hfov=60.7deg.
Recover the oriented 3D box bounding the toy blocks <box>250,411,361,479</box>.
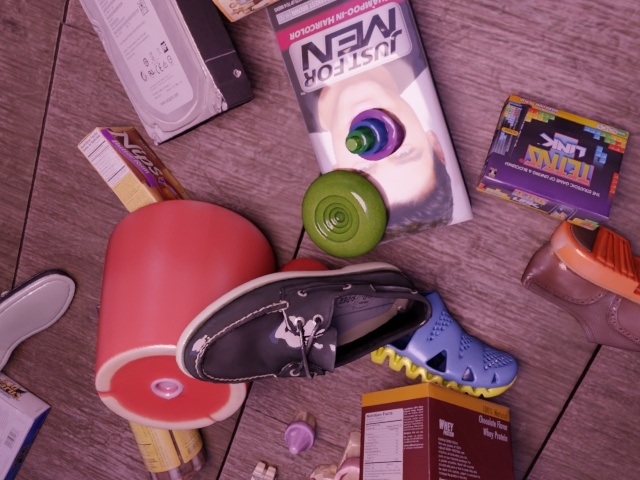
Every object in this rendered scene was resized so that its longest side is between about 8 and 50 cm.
[{"bbox_3d":[0.003,0.483,0.887,0.309,0.260,0.288,20,107,6],"label":"toy blocks"}]

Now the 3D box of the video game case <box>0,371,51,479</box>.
[{"bbox_3d":[-0.712,0.377,1.115,0.244,0.061,0.269,33,107,1],"label":"video game case"}]

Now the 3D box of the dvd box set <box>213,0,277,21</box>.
[{"bbox_3d":[0.022,-0.504,0.697,0.420,0.062,0.307,-18,75,16],"label":"dvd box set"}]

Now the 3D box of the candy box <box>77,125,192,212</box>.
[{"bbox_3d":[-0.290,-0.098,0.890,0.053,0.109,0.186,-36,93,17],"label":"candy box"}]

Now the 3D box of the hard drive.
[{"bbox_3d":[-0.245,-0.319,0.770,0.237,0.064,0.339,-6,112,50],"label":"hard drive"}]

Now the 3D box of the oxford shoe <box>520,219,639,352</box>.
[{"bbox_3d":[0.468,0.107,0.792,0.364,0.130,0.132,33,131,3],"label":"oxford shoe"}]

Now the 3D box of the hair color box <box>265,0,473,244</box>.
[{"bbox_3d":[0.077,-0.190,0.788,0.185,0.113,0.374,-17,100,17],"label":"hair color box"}]

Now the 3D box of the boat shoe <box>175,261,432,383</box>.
[{"bbox_3d":[0.001,0.112,0.676,0.113,0.340,0.127,33,122,48],"label":"boat shoe"}]

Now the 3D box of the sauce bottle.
[{"bbox_3d":[-0.305,0.262,0.979,0.111,0.111,0.344,-13,99,14],"label":"sauce bottle"}]

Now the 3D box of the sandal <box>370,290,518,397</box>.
[{"bbox_3d":[0.157,0.139,0.850,0.317,0.126,0.138,20,100,5],"label":"sandal"}]

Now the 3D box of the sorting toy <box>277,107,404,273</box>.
[{"bbox_3d":[0.000,0.000,0.732,0.127,0.126,0.365,31,118,14],"label":"sorting toy"}]

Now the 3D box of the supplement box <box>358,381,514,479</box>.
[{"bbox_3d":[0.167,0.324,0.775,0.191,0.194,0.129,25,146,-33],"label":"supplement box"}]

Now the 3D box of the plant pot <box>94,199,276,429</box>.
[{"bbox_3d":[-0.201,0.118,0.799,0.275,0.243,0.275,-2,132,-2],"label":"plant pot"}]

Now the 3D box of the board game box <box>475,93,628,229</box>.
[{"bbox_3d":[0.320,-0.110,0.756,0.170,0.048,0.141,20,71,6],"label":"board game box"}]

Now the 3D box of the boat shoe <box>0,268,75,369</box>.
[{"bbox_3d":[-0.585,0.145,1.013,0.302,0.114,0.091,-40,53,3],"label":"boat shoe"}]
